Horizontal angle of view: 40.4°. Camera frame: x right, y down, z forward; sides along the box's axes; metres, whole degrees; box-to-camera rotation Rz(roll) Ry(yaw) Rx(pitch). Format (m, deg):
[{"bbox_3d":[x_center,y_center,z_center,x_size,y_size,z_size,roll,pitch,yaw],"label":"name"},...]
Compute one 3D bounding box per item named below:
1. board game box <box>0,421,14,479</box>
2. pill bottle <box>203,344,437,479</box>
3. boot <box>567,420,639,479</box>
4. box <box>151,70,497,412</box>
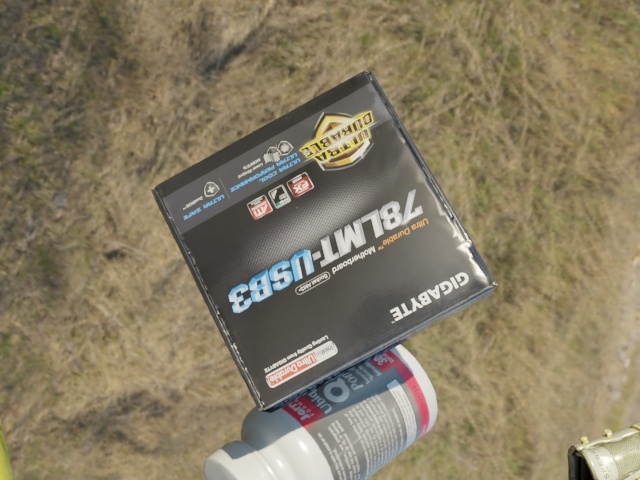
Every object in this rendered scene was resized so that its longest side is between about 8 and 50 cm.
[{"bbox_3d":[-0.263,0.114,0.519,0.064,0.316,0.242,-21,155,-5],"label":"board game box"},{"bbox_3d":[0.000,0.278,1.231,0.319,0.176,0.176,-29,137,-33],"label":"pill bottle"},{"bbox_3d":[0.308,0.169,0.761,0.165,0.077,0.213,-13,137,-12],"label":"boot"},{"bbox_3d":[0.000,0.000,0.996,0.296,0.293,0.073,-28,164,1],"label":"box"}]
